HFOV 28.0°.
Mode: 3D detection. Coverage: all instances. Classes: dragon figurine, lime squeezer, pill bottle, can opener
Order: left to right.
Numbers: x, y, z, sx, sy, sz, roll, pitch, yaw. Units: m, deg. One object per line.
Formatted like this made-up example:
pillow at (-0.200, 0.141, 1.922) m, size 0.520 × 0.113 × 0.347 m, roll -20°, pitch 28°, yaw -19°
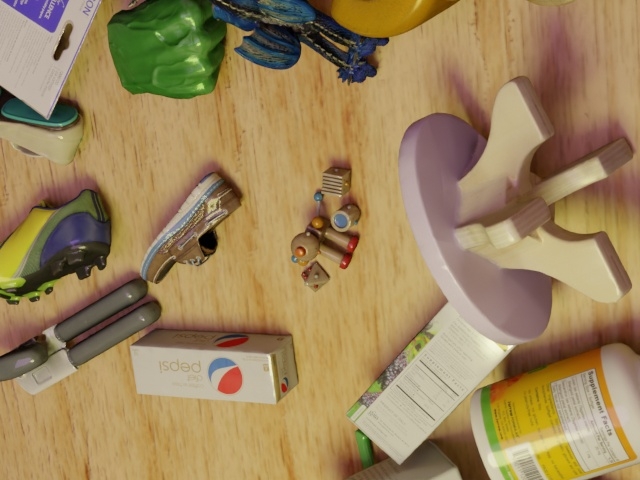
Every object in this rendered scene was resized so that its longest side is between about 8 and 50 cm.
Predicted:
can opener at (-0.343, 0.143, 1.785) m, size 0.280 × 0.093 × 0.074 m, roll -29°, pitch 93°, yaw 26°
dragon figurine at (-0.058, -0.250, 1.446) m, size 0.144 × 0.289 × 0.085 m, roll 54°, pitch 127°, yaw 46°
lime squeezer at (0.059, 0.409, 1.700) m, size 0.110 × 0.059 × 0.310 m, roll 20°, pitch 115°, yaw 18°
pill bottle at (0.306, 0.196, 1.454) m, size 0.245 × 0.136 × 0.136 m, roll -22°, pitch 97°, yaw 19°

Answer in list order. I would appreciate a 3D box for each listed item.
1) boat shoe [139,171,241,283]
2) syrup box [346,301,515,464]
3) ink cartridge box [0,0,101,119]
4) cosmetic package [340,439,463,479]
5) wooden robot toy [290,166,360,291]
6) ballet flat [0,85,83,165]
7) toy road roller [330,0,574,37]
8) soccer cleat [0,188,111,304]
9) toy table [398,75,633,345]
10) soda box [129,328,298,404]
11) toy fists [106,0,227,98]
boat shoe at (-0.169, -0.001, 1.660) m, size 0.066 × 0.066 × 0.183 m, roll 41°, pitch 120°, yaw 6°
syrup box at (0.145, 0.152, 1.548) m, size 0.096 × 0.093 × 0.237 m, roll 42°, pitch 120°, yaw 7°
ink cartridge box at (-0.381, -0.296, 1.661) m, size 0.208 × 0.045 × 0.206 m, roll 35°, pitch 112°, yaw 14°
cosmetic package at (0.096, 0.362, 1.568) m, size 0.183 × 0.151 × 0.151 m, roll -23°, pitch 98°, yaw -7°
wooden robot toy at (0.000, 0.000, 1.573) m, size 0.076 × 0.079 × 0.173 m, roll 28°, pitch 117°, yaw 15°
ballet flat at (-0.430, -0.162, 1.728) m, size 0.248 × 0.086 × 0.086 m, roll 21°, pitch 115°, yaw 17°
toy road roller at (0.146, -0.309, 1.337) m, size 0.329 × 0.202 × 0.240 m, roll 31°, pitch 130°, yaw 18°
soccer cleat at (-0.398, 0.011, 1.778) m, size 0.289 × 0.093 × 0.121 m, roll -19°, pitch 68°, yaw 34°
toy table at (0.217, -0.031, 1.385) m, size 0.161 × 0.252 × 0.274 m, roll -23°, pitch 107°, yaw 46°
soda box at (-0.142, 0.165, 1.704) m, size 0.216 × 0.069 × 0.074 m, roll 1°, pitch 108°, yaw 25°
toy fists at (-0.189, -0.307, 1.551) m, size 0.142 × 0.096 × 0.279 m, roll 1°, pitch 110°, yaw 36°
